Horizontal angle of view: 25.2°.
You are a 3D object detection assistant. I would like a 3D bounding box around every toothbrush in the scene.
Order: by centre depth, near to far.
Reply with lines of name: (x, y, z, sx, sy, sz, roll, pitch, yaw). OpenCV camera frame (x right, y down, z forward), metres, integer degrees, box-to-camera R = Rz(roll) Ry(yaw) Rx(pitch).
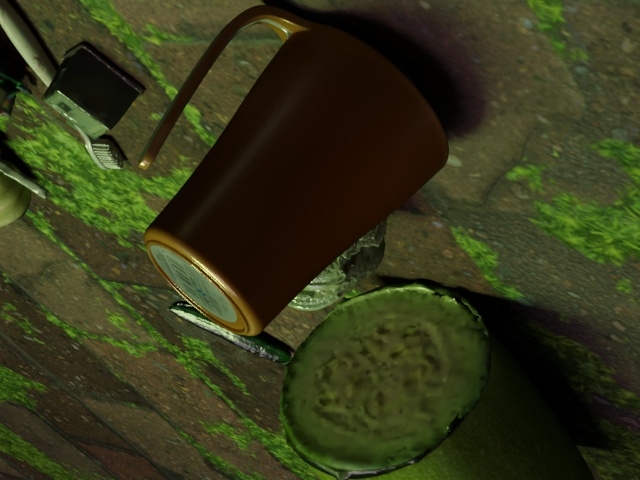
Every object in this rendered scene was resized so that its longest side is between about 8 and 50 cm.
toothbrush: (-0.286, -0.169, 1.570, 0.029, 0.025, 0.307, 6, 150, 24)

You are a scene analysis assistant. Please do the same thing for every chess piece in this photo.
chess piece: (-0.430, -0.101, 1.798, 0.094, 0.094, 0.170, 18, 147, 22)

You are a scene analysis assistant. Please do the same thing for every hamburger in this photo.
hamburger: (0.000, 0.000, 1.471, 0.133, 0.140, 0.062, 53, 176, 41)

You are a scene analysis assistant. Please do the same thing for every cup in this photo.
cup: (-0.038, -0.068, 1.246, 0.226, 0.264, 0.182, 45, 161, -10)

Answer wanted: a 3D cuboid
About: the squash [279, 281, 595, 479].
squash: (0.150, 0.249, 1.664, 0.263, 0.263, 0.384, 7, 149, 38)

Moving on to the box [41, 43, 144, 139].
box: (-0.241, -0.154, 1.506, 0.084, 0.063, 0.060, 37, 153, -22)

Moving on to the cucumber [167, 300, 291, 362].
cucumber: (-0.123, 0.123, 1.973, 0.184, 0.033, 0.036, 27, 131, 2)

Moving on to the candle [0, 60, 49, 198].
candle: (-0.436, -0.154, 1.565, 0.187, 0.187, 0.330, 0, 145, 46)
